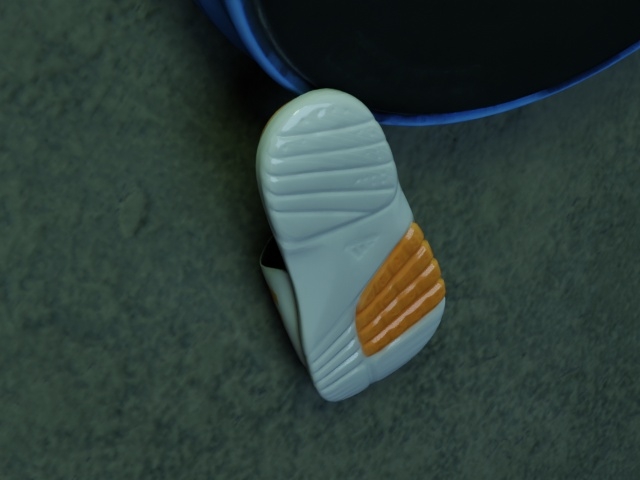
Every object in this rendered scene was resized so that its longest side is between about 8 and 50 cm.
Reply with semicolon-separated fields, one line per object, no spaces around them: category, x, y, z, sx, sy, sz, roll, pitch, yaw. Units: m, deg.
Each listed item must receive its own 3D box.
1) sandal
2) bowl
sandal;0.009;-0.006;0.752;0.102;0.076;0.265;-29;139;-12
bowl;0.109;-0.209;0.623;0.391;0.077;0.391;-19;148;-13
